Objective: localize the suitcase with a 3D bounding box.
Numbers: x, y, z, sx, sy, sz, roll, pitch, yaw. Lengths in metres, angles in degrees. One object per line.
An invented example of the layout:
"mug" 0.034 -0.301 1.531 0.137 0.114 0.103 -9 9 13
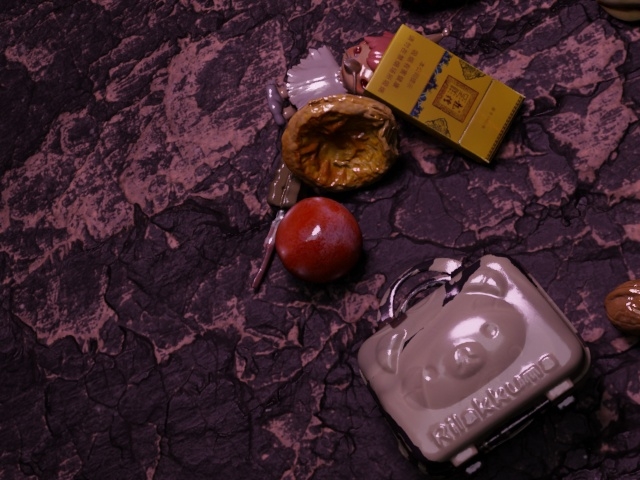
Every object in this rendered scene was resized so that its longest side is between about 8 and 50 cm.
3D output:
"suitcase" 0.233 0.186 1.440 0.351 0.194 0.339 -36 59 5

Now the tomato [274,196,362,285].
"tomato" 0.000 0.000 1.624 0.167 0.167 0.167 -8 67 19

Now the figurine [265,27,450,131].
"figurine" 0.082 -0.329 1.721 0.386 0.166 0.207 -17 69 17

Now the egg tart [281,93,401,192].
"egg tart" 0.042 -0.198 1.655 0.240 0.241 0.106 -18 42 14

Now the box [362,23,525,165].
"box" 0.236 -0.278 1.634 0.278 0.041 0.153 30 80 -3

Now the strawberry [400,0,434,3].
"strawberry" 0.219 -0.655 1.693 0.317 0.345 0.296 -6 69 20

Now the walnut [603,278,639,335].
"walnut" 0.530 0.112 1.407 0.124 0.105 0.105 4 70 39

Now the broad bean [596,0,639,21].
"broad bean" 0.601 -0.514 1.652 0.153 0.072 0.207 -2 57 18

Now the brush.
"brush" -0.081 -0.042 1.729 0.071 0.084 0.301 14 81 30
